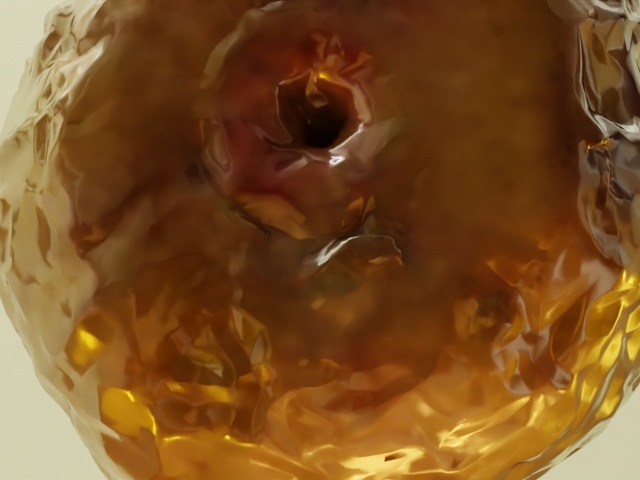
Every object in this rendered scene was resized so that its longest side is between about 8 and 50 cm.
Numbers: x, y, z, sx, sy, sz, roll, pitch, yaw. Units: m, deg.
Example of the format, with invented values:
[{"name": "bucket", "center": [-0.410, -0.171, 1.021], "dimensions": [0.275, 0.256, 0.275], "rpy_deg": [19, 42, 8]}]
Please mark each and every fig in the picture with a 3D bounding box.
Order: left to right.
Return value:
[{"name": "fig", "center": [0.000, 0.000, 0.584], "dimensions": [0.286, 0.369, 0.286], "rpy_deg": [1, -103, -3]}]
